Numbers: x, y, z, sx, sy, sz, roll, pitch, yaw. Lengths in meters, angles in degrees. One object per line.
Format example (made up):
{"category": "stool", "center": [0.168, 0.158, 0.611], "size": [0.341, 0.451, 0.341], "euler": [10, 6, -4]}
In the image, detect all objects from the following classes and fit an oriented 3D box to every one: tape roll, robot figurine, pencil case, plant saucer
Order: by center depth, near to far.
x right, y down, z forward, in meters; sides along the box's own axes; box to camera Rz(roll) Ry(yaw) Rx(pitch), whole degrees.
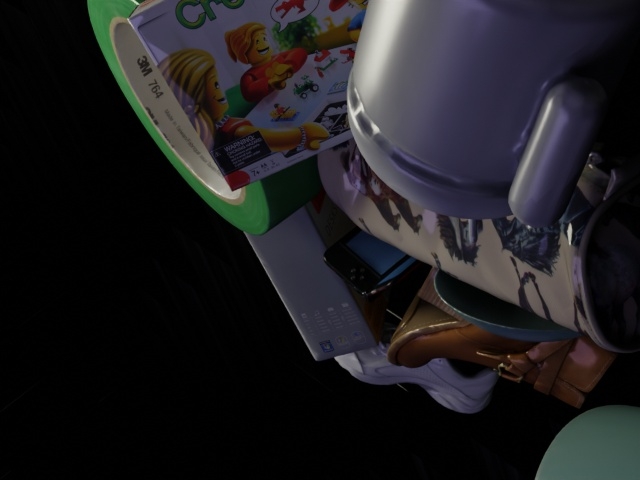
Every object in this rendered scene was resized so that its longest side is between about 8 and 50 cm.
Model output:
{"category": "robot figurine", "center": [0.133, -0.154, 1.038], "size": [0.353, 0.200, 0.300], "euler": [106, 157, -49]}
{"category": "pencil case", "center": [0.162, -0.048, 1.292], "size": [0.410, 0.160, 0.183], "euler": [28, 127, 48]}
{"category": "plant saucer", "center": [0.206, 0.056, 1.322], "size": [0.195, 0.195, 0.037], "euler": [28, 127, 48]}
{"category": "tape roll", "center": [-0.126, -0.157, 1.470], "size": [0.321, 0.077, 0.321], "euler": [48, 163, 19]}

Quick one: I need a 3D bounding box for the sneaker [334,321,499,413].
{"category": "sneaker", "center": [0.125, 0.135, 1.747], "size": [0.232, 0.090, 0.115], "euler": [17, 142, -5]}

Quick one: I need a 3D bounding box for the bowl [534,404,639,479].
{"category": "bowl", "center": [0.365, 0.295, 1.309], "size": [0.311, 0.311, 0.163], "euler": [54, 142, -7]}

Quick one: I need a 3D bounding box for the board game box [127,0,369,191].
{"category": "board game box", "center": [0.006, -0.189, 1.235], "size": [0.193, 0.305, 0.053], "euler": [59, -160, -21]}

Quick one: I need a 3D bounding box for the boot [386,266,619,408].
{"category": "boot", "center": [0.203, 0.115, 1.535], "size": [0.220, 0.109, 0.283], "euler": [29, 147, 4]}

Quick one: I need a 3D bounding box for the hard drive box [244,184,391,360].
{"category": "hard drive box", "center": [0.000, 0.000, 1.689], "size": [0.089, 0.181, 0.232], "euler": [-16, 121, 22]}

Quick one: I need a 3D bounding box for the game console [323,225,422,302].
{"category": "game console", "center": [0.089, -0.006, 1.546], "size": [0.124, 0.144, 0.085], "euler": [41, 157, 27]}
